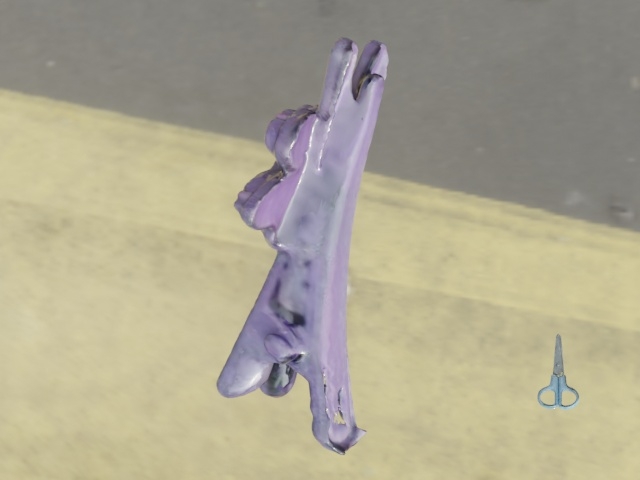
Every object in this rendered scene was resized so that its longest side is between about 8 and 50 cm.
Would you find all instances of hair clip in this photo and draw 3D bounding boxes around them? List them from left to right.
[{"bbox_3d":[-0.013,0.001,1.306,0.137,0.090,0.278,-5,101,-60],"label":"hair clip"}]

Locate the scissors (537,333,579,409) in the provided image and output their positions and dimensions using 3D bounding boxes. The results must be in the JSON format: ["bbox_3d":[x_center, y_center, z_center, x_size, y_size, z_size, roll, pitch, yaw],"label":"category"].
[{"bbox_3d":[0.205,0.113,1.680,0.036,0.083,0.006,0,136,7],"label":"scissors"}]
